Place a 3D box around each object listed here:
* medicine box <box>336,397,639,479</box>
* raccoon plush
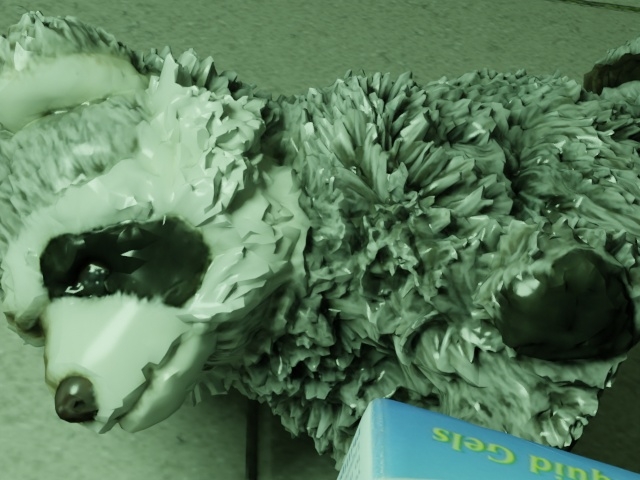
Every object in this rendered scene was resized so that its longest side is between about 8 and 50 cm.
[{"bbox_3d":[0.112,0.196,0.384,0.263,0.149,0.289,17,21,-7],"label":"medicine box"},{"bbox_3d":[0.018,-0.035,0.829,0.299,0.216,0.446,31,31,6],"label":"raccoon plush"}]
